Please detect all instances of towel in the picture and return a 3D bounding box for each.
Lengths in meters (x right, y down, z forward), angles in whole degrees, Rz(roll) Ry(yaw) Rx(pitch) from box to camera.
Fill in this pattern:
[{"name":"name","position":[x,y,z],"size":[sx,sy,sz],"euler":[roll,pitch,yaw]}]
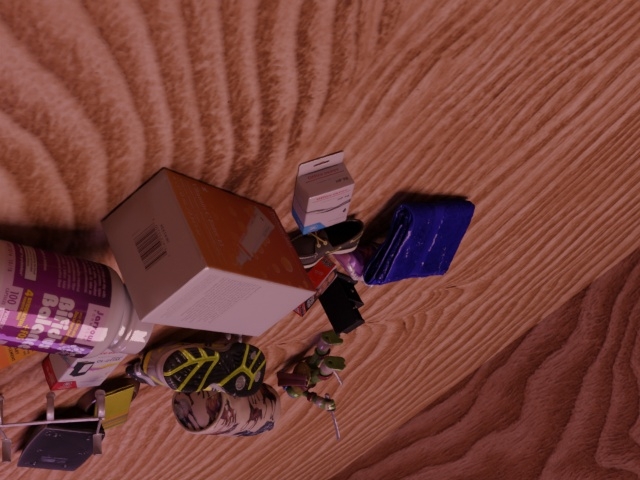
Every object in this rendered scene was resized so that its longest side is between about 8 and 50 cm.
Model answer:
[{"name":"towel","position":[0.253,0.008,1.991],"size":[0.308,0.076,0.227],"euler":[-8,132,-50]},{"name":"towel","position":[-0.540,0.436,2.110],"size":[0.102,0.021,0.237],"euler":[-17,153,-29]}]

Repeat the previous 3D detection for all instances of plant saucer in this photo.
[{"name":"plant saucer","position":[-0.544,0.410,2.112],"size":[0.168,0.029,0.168],"euler":[-22,154,-12]}]

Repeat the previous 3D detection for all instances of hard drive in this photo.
[{"name":"hard drive","position":[-0.674,0.526,2.116],"size":[0.172,0.054,0.255],"euler":[14,138,-29]}]

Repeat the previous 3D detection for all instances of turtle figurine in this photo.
[{"name":"turtle figurine","position":[0.025,0.415,2.508],"size":[0.198,0.274,0.266],"euler":[-52,174,-47]}]

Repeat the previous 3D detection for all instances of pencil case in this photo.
[{"name":"pencil case","position":[-0.260,0.467,2.337],"size":[0.160,0.183,0.410],"euler":[-28,158,13]}]

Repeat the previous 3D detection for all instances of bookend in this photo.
[{"name":"bookend","position":[0.070,0.171,2.116],"size":[0.072,0.157,0.156],"euler":[-35,154,16]}]

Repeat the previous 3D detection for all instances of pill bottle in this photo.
[{"name":"pill bottle","position":[-0.441,0.109,1.384],"size":[0.301,0.169,0.169],"euler":[17,132,-36]}]

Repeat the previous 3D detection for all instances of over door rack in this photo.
[{"name":"over door rack","position":[-0.625,0.417,1.889],"size":[0.239,0.108,0.324],"euler":[0,150,-17]}]

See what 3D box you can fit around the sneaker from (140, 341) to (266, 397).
[{"name":"sneaker","position":[-0.285,0.312,2.073],"size":[0.147,0.145,0.384],"euler":[9,172,37]}]

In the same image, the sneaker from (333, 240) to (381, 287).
[{"name":"sneaker","position":[0.108,0.042,2.000],"size":[0.104,0.095,0.236],"euler":[-40,158,10]}]

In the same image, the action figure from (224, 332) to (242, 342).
[{"name":"action figure","position":[-0.139,0.166,2.018],"size":[0.232,0.063,0.137],"euler":[-40,150,18]}]

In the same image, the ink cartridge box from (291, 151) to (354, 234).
[{"name":"ink cartridge box","position":[0.005,-0.094,1.656],"size":[0.104,0.060,0.180],"euler":[-19,154,-17]}]

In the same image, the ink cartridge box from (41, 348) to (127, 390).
[{"name":"ink cartridge box","position":[-0.509,0.251,1.786],"size":[0.127,0.072,0.175],"euler":[2,143,-46]}]

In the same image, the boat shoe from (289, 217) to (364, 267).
[{"name":"boat shoe","position":[0.000,0.000,1.817],"size":[0.228,0.081,0.069],"euler":[-18,152,-37]}]

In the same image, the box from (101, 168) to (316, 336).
[{"name":"box","position":[-0.198,0.036,1.516],"size":[0.168,0.215,0.345],"euler":[-37,154,19]}]

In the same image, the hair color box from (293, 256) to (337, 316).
[{"name":"hair color box","position":[-0.019,0.112,1.982],"size":[0.141,0.043,0.072],"euler":[-50,161,-18]}]

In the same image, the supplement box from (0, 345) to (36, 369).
[{"name":"supplement box","position":[-0.508,0.142,1.503],"size":[0.233,0.080,0.078],"euler":[-29,138,-31]}]

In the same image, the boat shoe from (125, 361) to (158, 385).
[{"name":"boat shoe","position":[-0.447,0.336,2.054],"size":[0.040,0.049,0.142],"euler":[-10,155,8]}]
